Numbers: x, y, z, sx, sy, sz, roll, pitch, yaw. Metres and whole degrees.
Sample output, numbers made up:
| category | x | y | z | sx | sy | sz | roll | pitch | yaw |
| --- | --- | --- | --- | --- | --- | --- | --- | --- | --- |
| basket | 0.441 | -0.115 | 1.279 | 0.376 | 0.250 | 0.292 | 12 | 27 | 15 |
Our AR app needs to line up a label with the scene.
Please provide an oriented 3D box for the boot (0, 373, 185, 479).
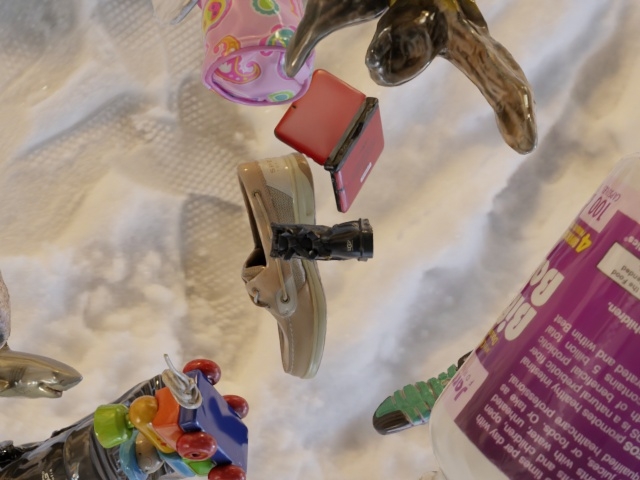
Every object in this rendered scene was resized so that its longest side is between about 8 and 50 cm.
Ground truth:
| category | x | y | z | sx | sy | sz | roll | pitch | yaw |
| --- | --- | --- | --- | --- | --- | --- | --- | --- | --- |
| boot | -0.403 | 0.331 | 1.437 | 0.445 | 0.367 | 0.146 | -24 | 81 | 17 |

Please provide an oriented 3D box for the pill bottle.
| category | x | y | z | sx | sy | sz | roll | pitch | yaw |
| --- | --- | --- | --- | --- | --- | --- | --- | --- | --- |
| pill bottle | 0.176 | 0.107 | 0.683 | 0.169 | 0.169 | 0.301 | 32 | 100 | -22 |

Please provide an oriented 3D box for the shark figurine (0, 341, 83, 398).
| category | x | y | z | sx | sy | sz | roll | pitch | yaw |
| --- | --- | --- | --- | --- | --- | --- | --- | --- | --- |
| shark figurine | -0.449 | 0.146 | 1.316 | 0.278 | 0.166 | 0.116 | 4 | 80 | -23 |

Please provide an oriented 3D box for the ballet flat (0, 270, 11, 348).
| category | x | y | z | sx | sy | sz | roll | pitch | yaw |
| --- | --- | --- | --- | --- | --- | --- | --- | --- | --- |
| ballet flat | -0.288 | 0.062 | 0.543 | 0.107 | 0.316 | 0.106 | 43 | 28 | -56 |

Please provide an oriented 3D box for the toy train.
| category | x | y | z | sx | sy | sz | roll | pitch | yaw |
| --- | --- | --- | --- | --- | --- | --- | --- | --- | --- |
| toy train | -0.176 | 0.183 | 1.113 | 0.248 | 0.143 | 0.105 | 62 | 22 | -51 |

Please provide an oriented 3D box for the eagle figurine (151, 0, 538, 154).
| category | x | y | z | sx | sy | sz | roll | pitch | yaw |
| --- | --- | --- | --- | --- | --- | --- | --- | --- | --- |
| eagle figurine | 0.021 | -0.219 | 0.413 | 0.225 | 0.226 | 0.298 | -42 | 134 | -23 |

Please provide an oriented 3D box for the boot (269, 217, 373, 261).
| category | x | y | z | sx | sy | sz | roll | pitch | yaw |
| --- | --- | --- | --- | --- | --- | --- | --- | --- | --- |
| boot | 0.000 | 0.001 | 1.043 | 0.099 | 0.121 | 0.045 | 0 | 93 | -1 |

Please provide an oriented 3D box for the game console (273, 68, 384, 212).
| category | x | y | z | sx | sy | sz | roll | pitch | yaw |
| --- | --- | --- | --- | --- | --- | --- | --- | --- | --- |
| game console | 0.014 | -0.128 | 1.353 | 0.144 | 0.085 | 0.124 | -59 | 150 | -37 |

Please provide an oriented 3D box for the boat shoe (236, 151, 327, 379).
| category | x | y | z | sx | sy | sz | roll | pitch | yaw |
| --- | --- | --- | --- | --- | --- | --- | --- | --- | --- |
| boat shoe | -0.063 | 0.044 | 1.521 | 0.110 | 0.121 | 0.341 | -9 | 107 | -16 |

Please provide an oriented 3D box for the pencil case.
| category | x | y | z | sx | sy | sz | roll | pitch | yaw |
| --- | --- | --- | --- | --- | --- | --- | --- | --- | --- |
| pencil case | -0.071 | -0.284 | 1.114 | 0.124 | 0.124 | 0.284 | 9 | 63 | -26 |

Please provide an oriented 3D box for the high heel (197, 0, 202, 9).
| category | x | y | z | sx | sy | sz | roll | pitch | yaw |
| --- | --- | --- | --- | --- | --- | --- | --- | --- | --- |
| high heel | -0.128 | -0.380 | 1.518 | 0.082 | 0.244 | 0.117 | 20 | 55 | -25 |

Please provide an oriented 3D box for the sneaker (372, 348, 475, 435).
| category | x | y | z | sx | sy | sz | roll | pitch | yaw |
| --- | --- | --- | --- | --- | --- | --- | --- | --- | --- |
| sneaker | 0.194 | 0.260 | 1.641 | 0.223 | 0.083 | 0.098 | -29 | 120 | 5 |
